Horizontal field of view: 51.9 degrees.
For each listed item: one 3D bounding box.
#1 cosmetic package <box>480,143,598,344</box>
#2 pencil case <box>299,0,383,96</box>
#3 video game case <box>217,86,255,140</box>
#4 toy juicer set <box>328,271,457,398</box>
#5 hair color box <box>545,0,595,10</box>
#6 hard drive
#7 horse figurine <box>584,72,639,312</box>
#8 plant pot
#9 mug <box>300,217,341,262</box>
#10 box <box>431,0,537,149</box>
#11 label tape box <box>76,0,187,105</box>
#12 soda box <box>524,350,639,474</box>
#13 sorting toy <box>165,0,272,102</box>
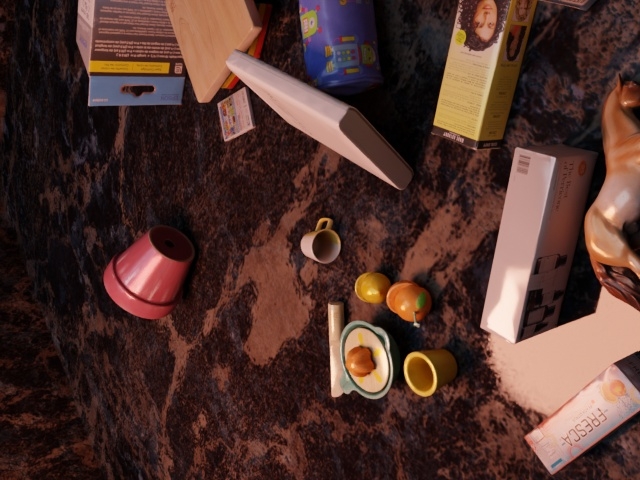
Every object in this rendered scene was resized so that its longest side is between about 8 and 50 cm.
[{"bbox_3d":[0.273,0.004,0.824,0.060,0.098,0.239,26,118,44],"label":"cosmetic package"},{"bbox_3d":[0.017,-0.380,1.050,0.133,0.119,0.306,-8,91,53],"label":"pencil case"},{"bbox_3d":[-0.182,-0.271,1.419,0.122,0.011,0.087,-12,89,52],"label":"video game case"},{"bbox_3d":[0.072,0.165,1.123,0.329,0.089,0.209,-23,80,52],"label":"toy juicer set"},{"bbox_3d":[0.200,-0.429,0.760,0.105,0.173,0.347,-50,59,43],"label":"hair color box"},{"bbox_3d":[-0.005,-0.199,1.067,0.307,0.203,0.040,37,91,42],"label":"hard drive"},{"bbox_3d":[0.363,-0.037,0.726,0.174,0.066,0.263,27,116,40],"label":"horse figurine"},{"bbox_3d":[-0.416,0.067,1.664,0.180,0.201,0.201,-49,59,28],"label":"plant pot"},{"bbox_3d":[0.000,0.004,1.219,0.062,0.078,0.064,54,158,-20],"label":"mug"},{"bbox_3d":[0.218,-0.243,0.873,0.087,0.058,0.232,31,122,45],"label":"box"},{"bbox_3d":[-0.416,-0.480,1.486,0.106,0.240,0.334,44,130,37],"label":"label tape box"},{"bbox_3d":[0.337,0.216,0.814,0.058,0.063,0.183,56,137,28],"label":"soda box"},{"bbox_3d":[-0.196,-0.457,1.333,0.255,0.089,0.257,-36,69,49],"label":"sorting toy"}]
